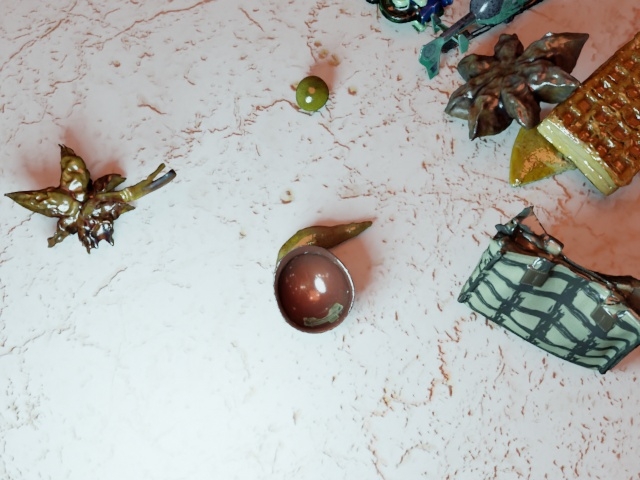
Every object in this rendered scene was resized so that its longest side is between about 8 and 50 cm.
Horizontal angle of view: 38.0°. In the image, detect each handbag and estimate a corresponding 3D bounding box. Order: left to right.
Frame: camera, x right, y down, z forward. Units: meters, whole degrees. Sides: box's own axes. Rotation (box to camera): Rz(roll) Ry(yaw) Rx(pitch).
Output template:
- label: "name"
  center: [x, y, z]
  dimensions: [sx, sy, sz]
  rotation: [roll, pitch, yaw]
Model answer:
- label: "handbag"
  center: [0.434, 0.094, 1.674]
  dimensions: [0.325, 0.327, 0.162]
  rotation: [27, 76, 8]

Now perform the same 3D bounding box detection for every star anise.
- label: "star anise"
  center: [-0.453, -0.096, 1.868]
  dimensions: [0.346, 0.148, 0.237]
  rotation: [-8, 79, 12]
- label: "star anise"
  center: [0.388, -0.321, 1.828]
  dimensions: [0.108, 0.315, 0.315]
  rotation: [40, 80, -33]

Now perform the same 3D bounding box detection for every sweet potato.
- label: "sweet potato"
  center: [-0.004, -0.005, 1.858]
  dimensions: [0.226, 0.068, 0.068]
  rotation: [-26, 77, -6]

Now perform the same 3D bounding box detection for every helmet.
- label: "helmet"
  center: [-0.023, 0.087, 1.809]
  dimensions: [0.155, 0.106, 0.175]
  rotation: [-34, 103, -4]

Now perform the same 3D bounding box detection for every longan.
- label: "longan"
  center: [-0.022, -0.306, 1.932]
  dimensions: [0.083, 0.075, 0.075]
  rotation: [10, 74, 49]

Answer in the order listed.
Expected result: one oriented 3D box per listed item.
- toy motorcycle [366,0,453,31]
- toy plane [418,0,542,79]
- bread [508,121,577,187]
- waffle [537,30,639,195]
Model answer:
- label: "toy motorcycle"
  center: [0.160, -0.603, 1.959]
  dimensions: [0.196, 0.125, 0.331]
  rotation: [-29, 73, -2]
- label: "toy plane"
  center: [0.349, -0.482, 1.902]
  dimensions: [0.381, 0.155, 0.106]
  rotation: [-38, 53, -8]
- label: "bread"
  center: [0.443, -0.189, 1.878]
  dimensions: [0.154, 0.054, 0.136]
  rotation: [-14, 74, -2]
- label: "waffle"
  center: [0.604, -0.251, 1.834]
  dimensions: [0.308, 0.091, 0.213]
  rotation: [-40, 77, -16]
